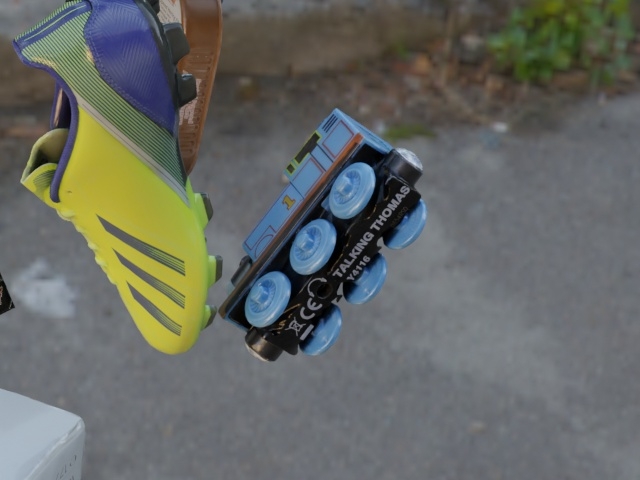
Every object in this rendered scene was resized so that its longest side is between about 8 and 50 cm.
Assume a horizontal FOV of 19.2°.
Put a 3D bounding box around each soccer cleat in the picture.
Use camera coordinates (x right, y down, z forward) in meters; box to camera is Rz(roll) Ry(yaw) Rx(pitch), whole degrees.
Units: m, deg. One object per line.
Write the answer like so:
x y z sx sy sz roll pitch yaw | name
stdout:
-0.138 -0.036 1.250 0.121 0.289 0.093 -20 41 -16 | soccer cleat

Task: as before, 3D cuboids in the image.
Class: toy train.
0.000 0.000 1.349 0.080 0.184 0.105 31 12 -35 | toy train

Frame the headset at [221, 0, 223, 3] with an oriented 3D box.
-0.242 -0.265 1.520 0.394 0.185 0.243 -7 8 -37 | headset

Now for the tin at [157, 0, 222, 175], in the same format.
-0.122 -0.136 1.526 0.040 0.190 0.106 -5 34 -30 | tin

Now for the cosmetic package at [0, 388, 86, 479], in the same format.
-0.290 0.304 1.327 0.156 0.385 0.217 18 36 14 | cosmetic package

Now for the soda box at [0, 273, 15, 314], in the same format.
-0.282 0.013 1.377 0.053 0.060 0.169 -28 28 -19 | soda box
